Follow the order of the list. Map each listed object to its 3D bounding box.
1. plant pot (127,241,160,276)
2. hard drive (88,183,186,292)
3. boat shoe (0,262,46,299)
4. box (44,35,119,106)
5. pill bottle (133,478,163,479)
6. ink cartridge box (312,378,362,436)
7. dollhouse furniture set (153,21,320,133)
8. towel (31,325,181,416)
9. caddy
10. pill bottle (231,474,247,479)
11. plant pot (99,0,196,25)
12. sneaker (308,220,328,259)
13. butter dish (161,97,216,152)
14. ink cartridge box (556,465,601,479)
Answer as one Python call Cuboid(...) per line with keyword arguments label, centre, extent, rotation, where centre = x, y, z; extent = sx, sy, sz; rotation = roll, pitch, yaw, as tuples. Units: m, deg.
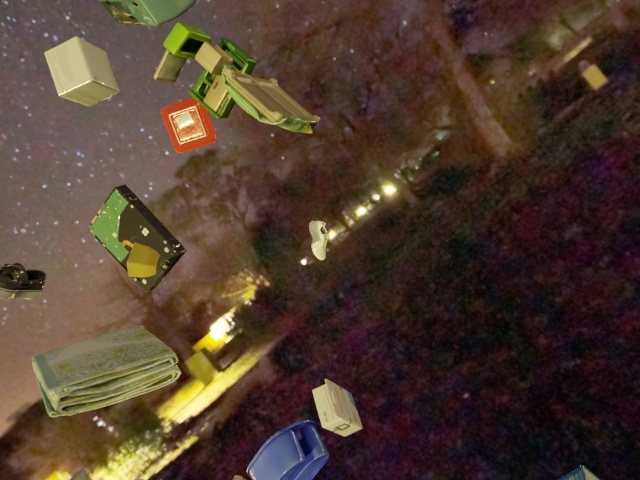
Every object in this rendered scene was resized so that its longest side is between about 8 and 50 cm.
Cuboid(label="plant pot", centre=(-0.544, 0.067, 1.562), extent=(0.081, 0.083, 0.081), rotation=(112, 168, -52))
Cuboid(label="hard drive", centre=(-0.677, -0.006, 1.852), extent=(0.237, 0.339, 0.064), rotation=(-45, -2, 25))
Cuboid(label="boat shoe", centre=(-0.683, 0.086, 1.119), extent=(0.228, 0.080, 0.076), rotation=(75, -143, -80))
Cuboid(label="box", centre=(-0.507, -0.358, 1.078), extent=(0.087, 0.101, 0.102), rotation=(-20, -2, 13))
Cuboid(label="pill bottle", centre=(-0.530, 0.728, 1.380), extent=(0.221, 0.124, 0.124), rotation=(-19, 3, 9))
Cuboid(label="ink cartridge box", centre=(0.038, 0.439, 1.321), extent=(0.060, 0.104, 0.180), rotation=(-28, -38, 11))
Cuboid(label="dollhouse furniture set", centre=(-0.175, -0.281, 1.041), extent=(0.151, 0.301, 0.197), rotation=(-52, -12, 23))
Cuboid(label="towel", centre=(-0.593, 0.347, 1.381), extent=(0.320, 0.090, 0.374), rotation=(-11, 12, -35))
Cuboid(label="caddy", centre=(-0.129, 0.811, 1.882), extent=(0.241, 0.179, 0.341), rotation=(7, -55, -42))
Cuboid(label="pill bottle", centre=(-0.165, 0.789, 1.370), extent=(0.162, 0.278, 0.162), rotation=(-55, -9, -13))
Cuboid(label="plant pot", centre=(-0.465, -0.706, 1.310), extent=(0.247, 0.247, 0.252), rotation=(54, -128, -62))
Cuboid(label="sneaker", centre=(0.000, 0.000, 1.869), extent=(0.061, 0.152, 0.053), rotation=(-4, 12, 38))
Cuboid(label="butter dish", centre=(-0.428, -0.395, 1.704), extent=(0.160, 0.160, 0.118), rotation=(-14, 16, 14))
Cuboid(label="ink cartridge box", centre=(0.387, 0.510, 0.775), extent=(0.233, 0.171, 0.168), rotation=(-48, 8, 26))
